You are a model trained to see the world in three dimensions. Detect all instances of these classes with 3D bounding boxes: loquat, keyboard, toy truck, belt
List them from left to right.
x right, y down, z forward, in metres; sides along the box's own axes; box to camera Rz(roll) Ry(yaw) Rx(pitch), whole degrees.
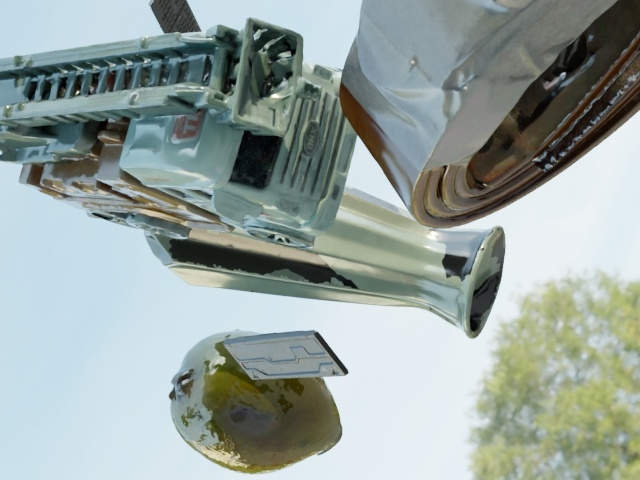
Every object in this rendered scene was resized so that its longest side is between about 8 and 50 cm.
[{"bbox_3d":[-0.117,-0.083,0.851,0.184,0.338,0.133,21,-101,-43],"label":"toy truck"},{"bbox_3d":[-0.186,-0.282,1.578,0.063,0.010,0.198,-63,-19,-16],"label":"keyboard"},{"bbox_3d":[-0.069,0.177,1.268,0.152,0.195,0.152,-161,90,-77],"label":"loquat"},{"bbox_3d":[-0.034,0.103,1.055,0.010,0.155,0.053,-48,-69,-30],"label":"keyboard"},{"bbox_3d":[0.117,-0.117,0.647,0.184,0.105,0.261,-11,-28,-36],"label":"belt"}]

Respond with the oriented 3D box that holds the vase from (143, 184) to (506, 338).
[{"bbox_3d":[0.000,0.000,1.201,0.165,0.360,0.165,-49,-33,-48],"label":"vase"}]
